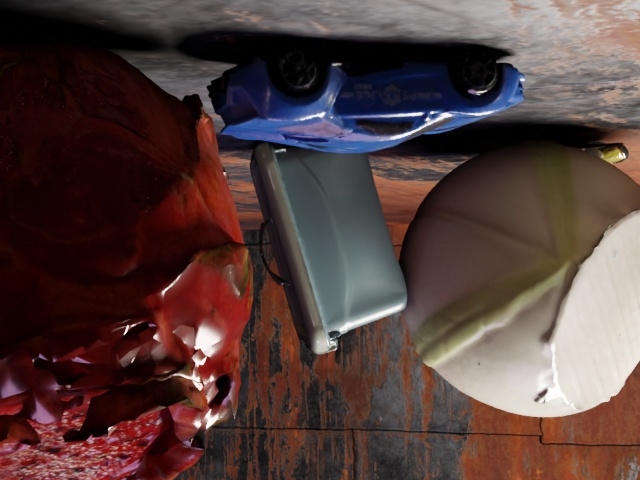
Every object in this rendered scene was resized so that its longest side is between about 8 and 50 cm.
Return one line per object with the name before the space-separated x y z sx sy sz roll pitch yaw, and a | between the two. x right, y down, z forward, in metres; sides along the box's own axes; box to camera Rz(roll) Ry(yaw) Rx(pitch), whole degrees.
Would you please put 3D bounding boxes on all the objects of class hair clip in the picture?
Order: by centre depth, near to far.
hair clip | 0.260 -0.079 1.332 0.062 0.056 0.214 40 154 -32

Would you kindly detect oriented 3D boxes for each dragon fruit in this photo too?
dragon fruit | -0.179 0.025 0.697 0.296 0.301 0.295 1 172 0

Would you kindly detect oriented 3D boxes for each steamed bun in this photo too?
steamed bun | 0.203 0.030 1.231 0.310 0.309 0.309 -1 178 0

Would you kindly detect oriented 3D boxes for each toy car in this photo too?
toy car | 0.033 -0.090 0.754 0.216 0.063 0.103 0 177 -18

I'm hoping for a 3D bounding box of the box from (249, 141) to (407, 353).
box | 0.000 0.000 1.195 0.130 0.226 0.162 -15 179 -6
